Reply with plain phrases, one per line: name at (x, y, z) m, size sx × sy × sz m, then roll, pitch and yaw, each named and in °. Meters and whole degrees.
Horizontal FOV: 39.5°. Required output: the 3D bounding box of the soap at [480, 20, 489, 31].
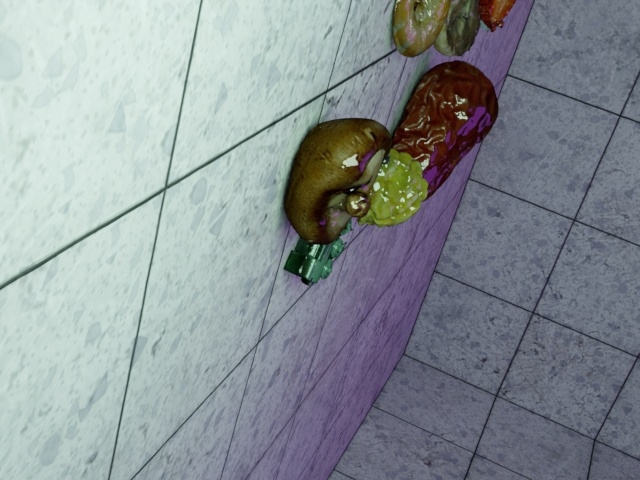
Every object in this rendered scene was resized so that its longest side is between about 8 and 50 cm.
soap at (0.449, -0.661, 2.285) m, size 0.261 × 0.094 × 0.150 m, roll -55°, pitch 168°, yaw -47°

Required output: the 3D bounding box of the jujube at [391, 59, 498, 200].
jujube at (0.263, -0.246, 2.039) m, size 0.342 × 0.216 × 0.216 m, roll -53°, pitch 166°, yaw -6°

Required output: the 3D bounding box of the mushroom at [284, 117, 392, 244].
mushroom at (0.021, -0.105, 1.429) m, size 0.231 × 0.138 × 0.194 m, roll -62°, pitch -175°, yaw 31°

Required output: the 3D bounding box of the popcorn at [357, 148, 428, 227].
popcorn at (0.128, -0.114, 1.787) m, size 0.142 × 0.173 × 0.174 m, roll -47°, pitch 158°, yaw -77°

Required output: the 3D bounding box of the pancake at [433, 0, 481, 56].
pancake at (0.296, -0.566, 1.824) m, size 0.387 × 0.082 × 0.387 m, roll 16°, pitch 90°, yaw -74°

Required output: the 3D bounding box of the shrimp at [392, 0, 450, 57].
shrimp at (0.187, -0.471, 1.615) m, size 0.152 × 0.063 × 0.287 m, roll -18°, pitch 125°, yaw -43°

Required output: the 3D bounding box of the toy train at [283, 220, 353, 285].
toy train at (0.000, 0.000, 1.641) m, size 0.170 × 0.071 × 0.111 m, roll -66°, pitch 160°, yaw -3°

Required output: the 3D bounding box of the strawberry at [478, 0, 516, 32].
strawberry at (0.352, -0.515, 1.799) m, size 0.121 × 0.082 × 0.188 m, roll -33°, pitch 153°, yaw -30°
